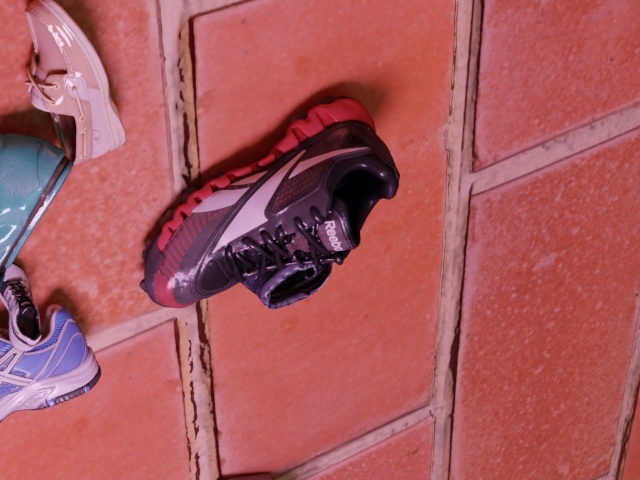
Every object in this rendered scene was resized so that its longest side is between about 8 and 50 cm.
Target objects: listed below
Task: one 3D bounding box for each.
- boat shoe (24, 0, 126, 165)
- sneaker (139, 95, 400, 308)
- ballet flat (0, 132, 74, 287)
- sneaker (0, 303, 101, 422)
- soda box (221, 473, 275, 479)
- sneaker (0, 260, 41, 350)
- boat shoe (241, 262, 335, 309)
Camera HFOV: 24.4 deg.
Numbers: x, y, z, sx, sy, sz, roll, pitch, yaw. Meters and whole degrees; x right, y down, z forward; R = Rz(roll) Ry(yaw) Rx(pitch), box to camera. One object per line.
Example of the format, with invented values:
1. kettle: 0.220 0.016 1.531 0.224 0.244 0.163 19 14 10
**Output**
1. boat shoe: -0.208 -0.124 1.208 0.059 0.063 0.170 -38 140 -18
2. sneaker: -0.040 -0.017 1.384 0.276 0.135 0.098 -37 141 -8
3. ballet flat: -0.296 0.015 1.247 0.087 0.083 0.247 27 103 -6
4. sneaker: -0.308 0.123 1.337 0.211 0.080 0.081 -22 109 -23
5. soda box: -0.112 0.398 1.701 0.083 0.092 0.263 3 121 -40
6. sneaker: -0.261 0.054 1.302 0.032 0.083 0.037 -14 174 -31
7. boat shoe: 0.000 0.000 1.469 0.183 0.083 0.065 -34 139 -13
